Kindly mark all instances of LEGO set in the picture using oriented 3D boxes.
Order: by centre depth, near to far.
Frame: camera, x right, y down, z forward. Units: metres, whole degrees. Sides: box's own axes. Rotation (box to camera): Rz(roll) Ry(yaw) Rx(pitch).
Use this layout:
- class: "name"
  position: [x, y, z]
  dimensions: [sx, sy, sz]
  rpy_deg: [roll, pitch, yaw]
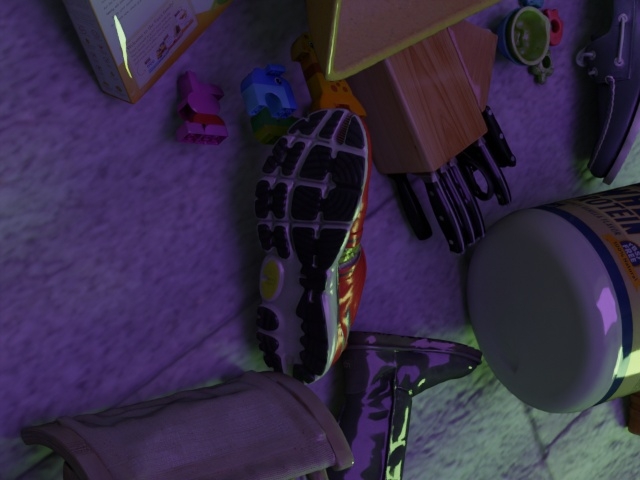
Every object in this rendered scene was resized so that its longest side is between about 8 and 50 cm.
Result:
- class: "LEGO set"
  position: [-0.034, -0.149, 1.226]
  dimensions: [0.227, 0.087, 0.093]
  rpy_deg: [1, 65, -42]

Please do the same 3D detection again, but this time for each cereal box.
- class: "cereal box"
  position: [-0.156, -0.260, 1.085]
  dimensions: [0.173, 0.047, 0.240]
  rpy_deg: [-50, 148, -26]

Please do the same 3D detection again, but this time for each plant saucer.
- class: "plant saucer"
  position: [0.099, -0.350, 1.158]
  dimensions: [0.333, 0.081, 0.332]
  rpy_deg: [-32, 142, -41]

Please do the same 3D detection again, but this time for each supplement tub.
- class: "supplement tub"
  position: [0.351, 0.052, 1.429]
  dimensions: [0.316, 0.228, 0.228]
  rpy_deg: [-13, 99, -30]

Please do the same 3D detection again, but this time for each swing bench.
- class: "swing bench"
  position: [-0.105, 0.264, 1.133]
  dimensions: [0.253, 0.165, 0.254]
  rpy_deg: [-10, 97, -38]

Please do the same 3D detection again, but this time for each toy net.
- class: "toy net"
  position: [0.264, -0.308, 1.487]
  dimensions: [0.122, 0.045, 0.232]
  rpy_deg: [17, 81, -38]

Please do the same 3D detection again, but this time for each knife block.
- class: "knife block"
  position: [0.093, -0.121, 1.328]
  dimensions: [0.276, 0.088, 0.242]
  rpy_deg: [17, 80, -38]

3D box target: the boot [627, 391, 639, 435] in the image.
- class: "boot"
  position: [0.412, 0.179, 1.604]
  dimensions: [0.197, 0.073, 0.152]
  rpy_deg: [10, 119, -6]

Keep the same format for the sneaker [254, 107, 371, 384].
- class: "sneaker"
  position: [0.000, 0.000, 1.236]
  dimensions: [0.118, 0.107, 0.279]
  rpy_deg: [-28, 132, -61]

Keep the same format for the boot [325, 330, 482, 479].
- class: "boot"
  position: [0.083, 0.206, 1.339]
  dimensions: [0.190, 0.076, 0.208]
  rpy_deg: [7, 80, -25]

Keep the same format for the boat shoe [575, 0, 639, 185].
- class: "boat shoe"
  position: [0.367, -0.229, 1.562]
  dimensions: [0.099, 0.116, 0.319]
  rpy_deg: [15, 88, 5]
